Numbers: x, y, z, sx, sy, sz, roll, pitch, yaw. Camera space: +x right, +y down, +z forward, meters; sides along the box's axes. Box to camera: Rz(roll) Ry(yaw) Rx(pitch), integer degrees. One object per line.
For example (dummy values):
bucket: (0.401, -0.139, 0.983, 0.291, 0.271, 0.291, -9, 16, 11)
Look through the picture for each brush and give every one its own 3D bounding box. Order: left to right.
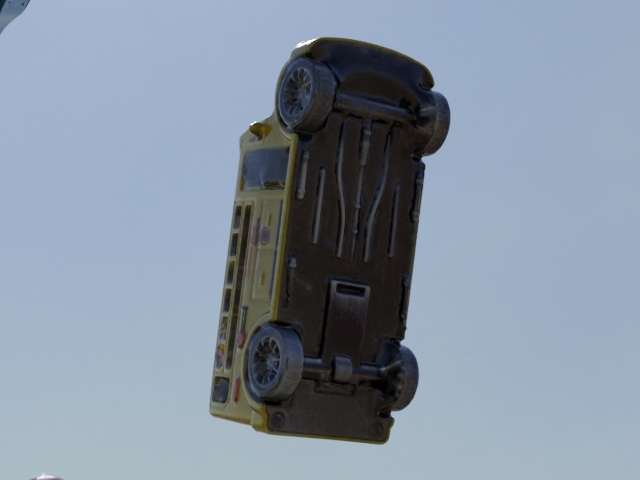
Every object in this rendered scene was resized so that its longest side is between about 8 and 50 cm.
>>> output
brush: (-0.257, -0.145, 1.207, 0.014, 0.164, 0.051, 34, 14, 7)

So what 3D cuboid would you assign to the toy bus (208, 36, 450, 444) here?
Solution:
toy bus: (0.000, 0.000, 1.334, 0.144, 0.330, 0.152, 10, -6, -33)

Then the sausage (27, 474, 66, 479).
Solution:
sausage: (-0.335, 0.321, 1.706, 0.179, 0.089, 0.089, -38, -26, 1)
